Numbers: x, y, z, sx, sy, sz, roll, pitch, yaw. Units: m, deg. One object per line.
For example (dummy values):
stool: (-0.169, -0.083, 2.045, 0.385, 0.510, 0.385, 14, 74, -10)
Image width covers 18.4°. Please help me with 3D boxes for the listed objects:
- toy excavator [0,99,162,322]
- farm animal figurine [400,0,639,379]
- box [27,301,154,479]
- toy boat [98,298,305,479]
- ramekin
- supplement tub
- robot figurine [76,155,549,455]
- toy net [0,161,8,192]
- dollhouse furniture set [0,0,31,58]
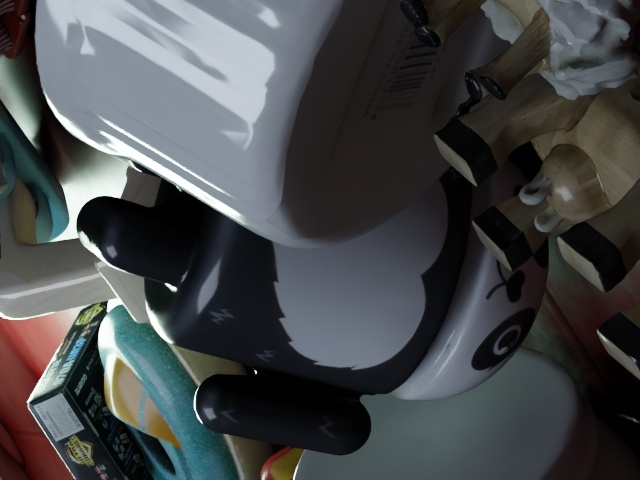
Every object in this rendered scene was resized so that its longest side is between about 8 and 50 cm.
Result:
toy excavator: (-0.325, -0.005, 1.857, 0.222, 0.433, 0.445, 58, -173, -36)
farm animal figurine: (0.201, 0.000, 0.891, 0.327, 0.172, 0.330, 48, 169, 27)
box: (-0.211, 0.178, 2.047, 0.175, 0.051, 0.220, 59, -161, -18)
toy boat: (-0.112, 0.181, 1.874, 0.318, 0.148, 0.267, 30, 149, 48)
ramekin: (0.008, -0.129, 0.947, 0.135, 0.277, 0.277, 35, 154, 23)
supplement tub: (0.134, 0.257, 1.339, 0.235, 0.235, 0.325, 22, 143, 55)
robot figurine: (0.001, -0.002, 1.179, 0.174, 0.278, 0.209, -94, 27, -44)
toy net: (-0.344, -0.075, 1.776, 0.232, 0.122, 0.045, 24, 139, 37)
dollhouse furniture set: (-0.454, -0.265, 1.745, 0.374, 0.201, 0.152, 42, 152, 10)
